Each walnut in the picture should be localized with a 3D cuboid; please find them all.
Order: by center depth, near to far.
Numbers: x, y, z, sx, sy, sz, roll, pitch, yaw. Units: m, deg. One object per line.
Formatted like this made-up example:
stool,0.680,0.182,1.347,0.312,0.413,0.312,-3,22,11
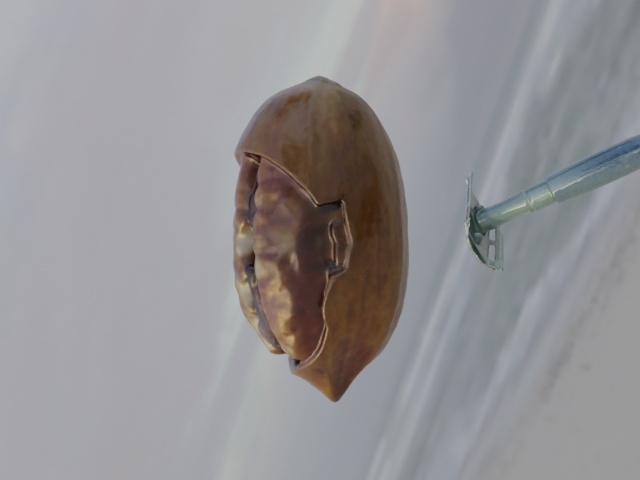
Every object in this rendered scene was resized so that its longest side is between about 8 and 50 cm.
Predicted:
walnut,0.000,0.000,1.133,0.116,0.115,0.207,-47,-47,-81

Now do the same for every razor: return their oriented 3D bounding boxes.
razor,0.149,-0.034,1.041,0.040,0.135,0.068,59,-162,-22
